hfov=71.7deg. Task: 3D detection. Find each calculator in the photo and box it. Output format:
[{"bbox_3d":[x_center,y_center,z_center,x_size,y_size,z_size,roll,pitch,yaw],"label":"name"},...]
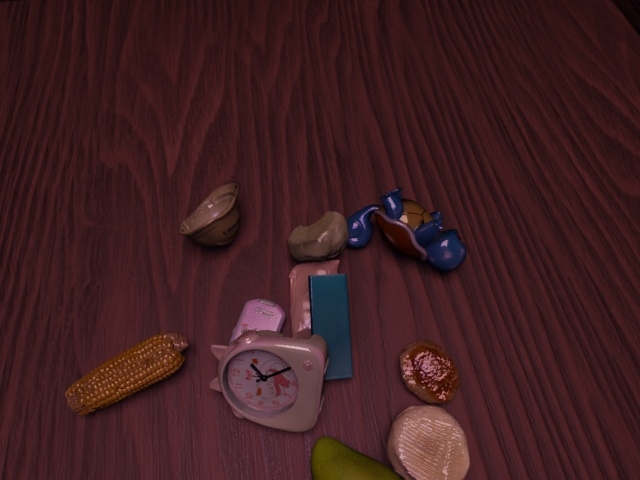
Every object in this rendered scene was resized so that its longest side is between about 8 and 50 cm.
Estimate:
[{"bbox_3d":[-0.199,0.295,1.350,0.141,0.045,0.246,18,64,7],"label":"calculator"}]

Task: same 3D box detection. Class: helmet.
[{"bbox_3d":[-0.335,-0.063,1.484,0.203,0.137,0.258,-1,43,42],"label":"helmet"}]

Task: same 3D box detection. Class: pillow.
[{"bbox_3d":[-0.013,0.190,1.399,0.173,0.067,0.271,-4,64,-3],"label":"pillow"}]

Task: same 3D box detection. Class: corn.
[{"bbox_3d":[-0.533,0.371,1.252,0.346,0.130,0.130,-29,67,-13],"label":"corn"}]

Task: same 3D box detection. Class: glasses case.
[{"bbox_3d":[0.027,0.252,1.309,0.117,0.070,0.302,-1,83,-11],"label":"glasses case"}]

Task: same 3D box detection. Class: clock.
[{"bbox_3d":[-0.146,0.365,1.212,0.323,0.266,0.109,10,17,7],"label":"clock"}]

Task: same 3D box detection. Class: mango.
[{"bbox_3d":[0.107,0.637,1.110,0.343,0.156,0.192,40,89,23],"label":"mango"}]

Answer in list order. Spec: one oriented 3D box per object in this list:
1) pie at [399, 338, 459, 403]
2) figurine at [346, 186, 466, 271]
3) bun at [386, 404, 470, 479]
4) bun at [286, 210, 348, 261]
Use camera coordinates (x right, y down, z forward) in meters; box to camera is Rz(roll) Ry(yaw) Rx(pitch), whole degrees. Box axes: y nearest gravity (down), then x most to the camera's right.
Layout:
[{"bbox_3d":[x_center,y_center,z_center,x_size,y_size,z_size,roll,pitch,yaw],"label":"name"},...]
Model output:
[{"bbox_3d":[0.320,0.386,1.303,0.193,0.079,0.163,41,73,16],"label":"pie"},{"bbox_3d":[0.285,-0.052,1.457,0.415,0.298,0.243,15,94,10],"label":"figurine"},{"bbox_3d":[0.278,0.553,1.179,0.220,0.134,0.221,1,55,-1],"label":"bun"},{"bbox_3d":[0.000,0.000,1.455,0.212,0.127,0.204,-10,29,39],"label":"bun"}]
